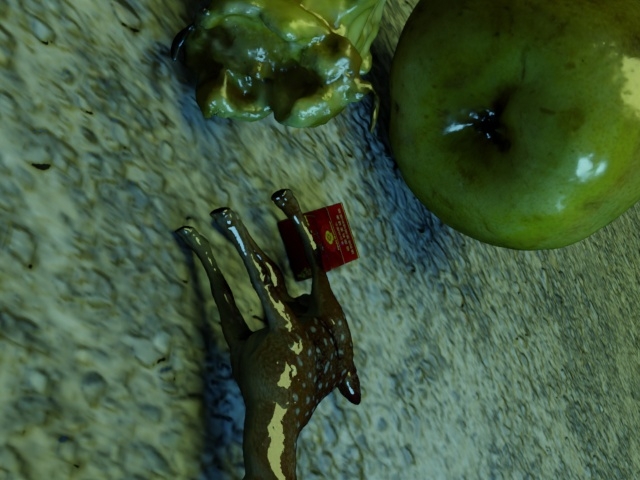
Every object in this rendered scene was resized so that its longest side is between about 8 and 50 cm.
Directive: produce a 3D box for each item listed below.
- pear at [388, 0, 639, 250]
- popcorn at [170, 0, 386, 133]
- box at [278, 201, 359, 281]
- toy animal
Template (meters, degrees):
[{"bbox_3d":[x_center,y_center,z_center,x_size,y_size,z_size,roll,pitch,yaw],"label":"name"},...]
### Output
[{"bbox_3d":[0.219,-0.139,0.922,0.304,0.303,0.304,38,44,-47],"label":"pear"},{"bbox_3d":[-0.012,-0.176,0.659,0.173,0.168,0.195,35,35,-10],"label":"popcorn"},{"bbox_3d":[0.000,0.000,0.739,0.082,0.023,0.052,-19,91,-62],"label":"box"},{"bbox_3d":[-0.017,0.100,0.587,0.243,0.087,0.260,-25,94,-60],"label":"toy animal"}]
